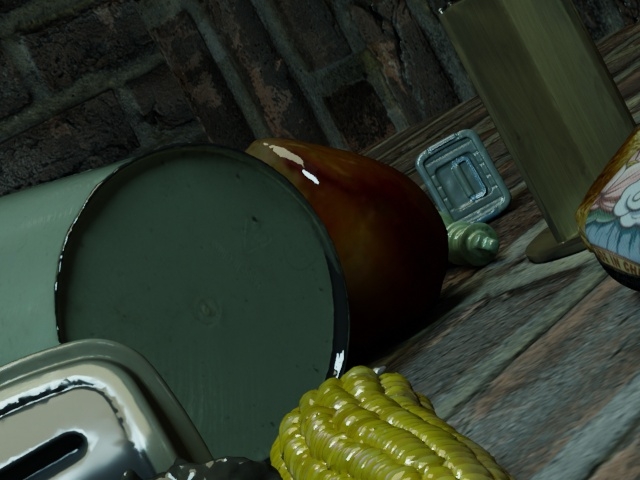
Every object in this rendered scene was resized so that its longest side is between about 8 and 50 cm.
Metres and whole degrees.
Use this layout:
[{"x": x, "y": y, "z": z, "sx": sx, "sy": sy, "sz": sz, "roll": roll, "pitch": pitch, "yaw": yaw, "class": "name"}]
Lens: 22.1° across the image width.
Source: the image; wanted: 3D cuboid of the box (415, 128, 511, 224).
[{"x": 0.152, "y": -0.060, "z": 1.734, "sx": 0.074, "sy": 0.099, "sz": 0.054, "roll": -29, "pitch": -9, "yaw": 6, "class": "box"}]

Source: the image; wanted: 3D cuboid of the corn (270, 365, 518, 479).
[{"x": 0.038, "y": 0.122, "z": 0.764, "sx": 0.101, "sy": 0.101, "sz": 0.292, "roll": -30, "pitch": 10, "yaw": -7, "class": "corn"}]

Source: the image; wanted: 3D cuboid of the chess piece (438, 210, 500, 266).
[{"x": 0.130, "y": 0.004, "z": 1.523, "sx": 0.059, "sy": 0.059, "sz": 0.149, "roll": -31, "pitch": 13, "yaw": -17, "class": "chess piece"}]

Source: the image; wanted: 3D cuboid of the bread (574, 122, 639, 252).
[{"x": 0.261, "y": -0.062, "z": 1.206, "sx": 0.193, "sy": 0.064, "sz": 0.193, "roll": -50, "pitch": -3, "yaw": -3, "class": "bread"}]

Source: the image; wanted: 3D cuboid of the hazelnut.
[{"x": 0.000, "y": 0.000, "z": 1.396, "sx": 0.208, "sy": 0.208, "sz": 0.208, "roll": -28, "pitch": 6, "yaw": 3, "class": "hazelnut"}]

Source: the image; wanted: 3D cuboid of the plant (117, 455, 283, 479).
[{"x": -0.060, "y": 0.163, "z": 0.679, "sx": 0.131, "sy": 0.142, "sz": 0.203, "roll": -16, "pitch": -4, "yaw": -11, "class": "plant"}]

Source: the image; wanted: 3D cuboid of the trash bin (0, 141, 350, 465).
[{"x": -0.197, "y": 0.081, "z": 1.317, "sx": 0.280, "sy": 0.280, "sz": 0.432, "roll": -33, "pitch": 11, "yaw": -35, "class": "trash bin"}]

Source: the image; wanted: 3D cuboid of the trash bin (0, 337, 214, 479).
[{"x": -0.160, "y": 0.164, "z": 0.917, "sx": 0.209, "sy": 0.182, "sz": 0.290, "roll": -31, "pitch": 1, "yaw": -10, "class": "trash bin"}]

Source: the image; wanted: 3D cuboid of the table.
[{"x": 0.196, "y": -0.119, "z": 1.375, "sx": 0.167, "sy": 0.226, "sz": 0.167, "roll": -29, "pitch": 7, "yaw": 4, "class": "table"}]

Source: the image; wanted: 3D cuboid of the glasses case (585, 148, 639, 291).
[{"x": 0.312, "y": -0.077, "z": 1.064, "sx": 0.321, "sy": 0.082, "sz": 0.122, "roll": -37, "pitch": 22, "yaw": -10, "class": "glasses case"}]
